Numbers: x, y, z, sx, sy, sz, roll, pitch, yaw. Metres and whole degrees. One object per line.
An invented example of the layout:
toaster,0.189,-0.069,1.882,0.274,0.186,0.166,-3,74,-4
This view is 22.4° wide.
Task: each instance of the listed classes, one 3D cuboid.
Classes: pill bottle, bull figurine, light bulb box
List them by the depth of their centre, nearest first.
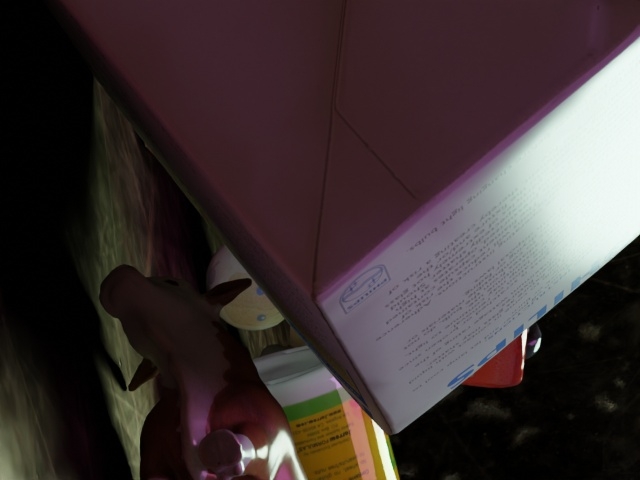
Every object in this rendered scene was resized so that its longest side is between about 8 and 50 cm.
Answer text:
bull figurine,-0.058,0.163,0.942,0.188,0.101,0.310,-61,134,-78
light bulb box,-0.001,-0.113,0.948,0.358,0.225,0.361,50,-4,18
pill bottle,-0.002,0.213,1.244,0.136,0.136,0.245,-75,151,-81

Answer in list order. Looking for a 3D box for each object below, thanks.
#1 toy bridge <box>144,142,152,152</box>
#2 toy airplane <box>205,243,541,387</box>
toy bridge,-0.148,-0.161,1.314,0.063,0.026,0.188,52,24,-74
toy airplane,0.000,0.000,1.493,0.384,0.272,0.386,-33,-103,54
